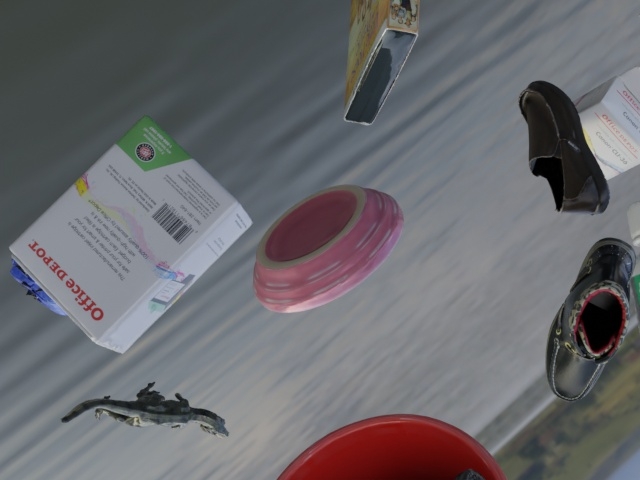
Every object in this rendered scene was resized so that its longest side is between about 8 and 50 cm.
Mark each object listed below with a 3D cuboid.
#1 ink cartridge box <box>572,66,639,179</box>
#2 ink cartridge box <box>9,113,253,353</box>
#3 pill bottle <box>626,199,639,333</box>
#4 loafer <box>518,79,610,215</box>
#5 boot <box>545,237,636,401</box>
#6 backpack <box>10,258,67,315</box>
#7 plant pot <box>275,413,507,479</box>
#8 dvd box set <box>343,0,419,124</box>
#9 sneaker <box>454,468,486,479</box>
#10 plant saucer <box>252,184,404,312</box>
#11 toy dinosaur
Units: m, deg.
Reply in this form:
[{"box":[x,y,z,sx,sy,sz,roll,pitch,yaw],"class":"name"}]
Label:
[{"box":[0.416,-0.158,1.665,0.067,0.115,0.198,-52,-169,-34],"class":"ink cartridge box"},{"box":[-0.269,-0.006,1.644,0.278,0.201,0.117,-45,164,-5],"class":"ink cartridge box"},{"box":[0.590,0.109,1.761,0.204,0.361,0.204,-8,169,-2],"class":"pill bottle"},{"box":[0.324,-0.129,1.589,0.078,0.220,0.080,-14,151,-17],"class":"loafer"},{"box":[0.338,0.127,1.466,0.178,0.085,0.236,-48,155,-67],"class":"boot"},{"box":[-0.420,0.057,1.800,0.098,0.120,0.101,-50,154,-7],"class":"backpack"},{"box":[0.099,0.347,1.136,0.275,0.275,0.243,-41,133,-6],"class":"plant pot"},{"box":[0.114,-0.465,2.080,0.308,0.062,0.421,118,-21,-63],"class":"dvd box set"},{"box":[0.102,0.275,0.941,0.089,0.051,0.170,-37,-148,31],"class":"sneaker"},{"box":[0.000,0.000,2.233,0.332,0.084,0.332,-26,-153,15],"class":"plant saucer"},{"box":[-0.263,0.245,1.663,0.268,0.064,0.118,8,-179,-31],"class":"toy dinosaur"}]
